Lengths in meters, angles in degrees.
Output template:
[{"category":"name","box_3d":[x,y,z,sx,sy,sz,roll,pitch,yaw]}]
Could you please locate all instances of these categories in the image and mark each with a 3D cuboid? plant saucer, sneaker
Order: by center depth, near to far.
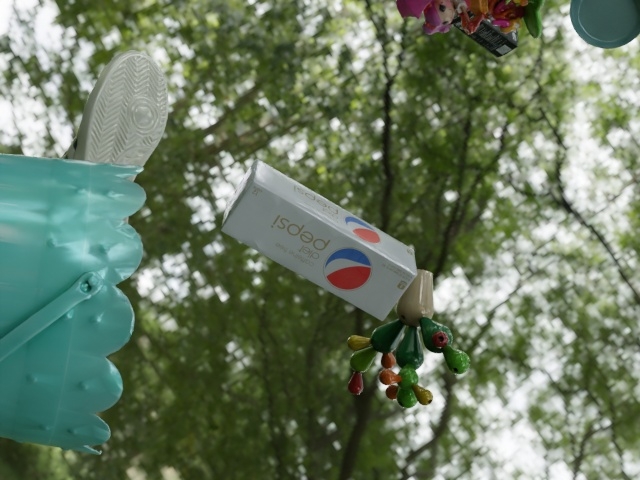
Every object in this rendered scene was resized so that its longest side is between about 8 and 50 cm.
[{"category":"sneaker","box_3d":[-0.335,-0.114,1.646,0.131,0.350,0.148,30,-22,-37]},{"category":"plant saucer","box_3d":[0.444,-0.353,1.730,0.119,0.119,0.021,57,6,7]}]

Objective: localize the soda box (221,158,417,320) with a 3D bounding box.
[{"category":"soda box","box_3d":[0.000,0.000,1.257,0.216,0.074,0.069,29,23,-14]}]

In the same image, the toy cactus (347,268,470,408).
[{"category":"toy cactus","box_3d":[0.108,0.127,1.461,0.219,0.112,0.181,-18,-119,61]}]

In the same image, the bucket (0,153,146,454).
[{"category":"bucket","box_3d":[-0.270,0.051,0.997,0.281,0.183,0.281,-172,-90,-75]}]

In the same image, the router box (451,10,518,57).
[{"category":"router box","box_3d":[0.214,-0.312,1.452,0.092,0.123,0.038,26,-34,-33]}]

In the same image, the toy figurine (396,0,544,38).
[{"category":"toy figurine","box_3d":[0.163,-0.288,1.288,0.130,0.159,0.173,-105,178,-47]}]
